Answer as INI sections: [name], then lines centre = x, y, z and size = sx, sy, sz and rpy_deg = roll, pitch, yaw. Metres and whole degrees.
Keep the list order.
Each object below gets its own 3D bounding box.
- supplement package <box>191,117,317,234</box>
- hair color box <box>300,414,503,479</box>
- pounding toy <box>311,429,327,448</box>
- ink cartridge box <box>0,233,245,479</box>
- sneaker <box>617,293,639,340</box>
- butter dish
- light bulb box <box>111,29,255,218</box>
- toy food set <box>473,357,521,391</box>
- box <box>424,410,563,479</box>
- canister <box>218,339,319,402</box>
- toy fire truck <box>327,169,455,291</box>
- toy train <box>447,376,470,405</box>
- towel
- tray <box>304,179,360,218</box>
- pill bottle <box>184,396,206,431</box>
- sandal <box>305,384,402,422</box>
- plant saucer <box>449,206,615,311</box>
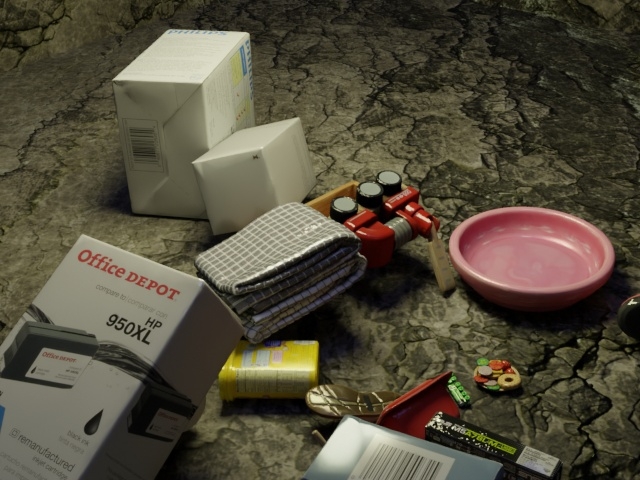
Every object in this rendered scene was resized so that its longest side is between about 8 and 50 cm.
[supplement package]
centre = -0.143, -0.151, 2.019
size = 0.175, 0.177, 0.293
rpy_deg = -10, 17, 18
[hair color box]
centre = 0.094, 0.393, 1.004
size = 0.185, 0.374, 0.113
rpy_deg = 13, 35, 25
[pounding toy]
centre = 0.057, 0.360, 1.295
size = 0.141, 0.130, 0.100
rpy_deg = 0, 31, 5
[ink cartridge box]
centre = -0.349, 0.218, 1.373
size = 0.285, 0.166, 0.395
rpy_deg = 18, 66, 31
[sneaker]
centre = 0.684, 0.128, 1.671
size = 0.314, 0.116, 0.136
rpy_deg = -4, 21, -15
[butter dish]
centre = 0.161, 0.307, 1.386
size = 0.160, 0.160, 0.118
rpy_deg = -24, 61, -31
[light bulb box]
centre = -0.317, -0.294, 2.174
size = 0.225, 0.358, 0.361
rpy_deg = 5, 31, 11
[toy food set]
centre = 0.314, 0.240, 1.574
size = 0.082, 0.020, 0.083
rpy_deg = -1, 32, 3
[box]
centre = 0.237, 0.351, 1.245
size = 0.190, 0.184, 0.045
rpy_deg = 17, 39, 30
[canister]
centre = -0.089, 0.229, 1.575
size = 0.170, 0.073, 0.126
rpy_deg = 0, 31, 2
[toy fire truck]
centre = 0.158, 0.003, 1.805
size = 0.246, 0.158, 0.217
rpy_deg = 34, 47, 30
[toy train]
centre = 0.237, 0.262, 1.550
size = 0.023, 0.017, 0.083
rpy_deg = -20, 34, -9
[towel]
centre = -0.086, 0.044, 1.675
size = 0.283, 0.121, 0.235
rpy_deg = -29, 32, -20
[tray]
centre = 0.000, 0.000, 1.942
size = 0.411, 0.076, 0.203
rpy_deg = -27, 39, -35
[pill bottle]
centre = -0.302, 0.250, 1.514
size = 0.215, 0.117, 0.117
rpy_deg = 18, 37, 30
[sandal]
centre = 0.062, 0.288, 1.499
size = 0.180, 0.049, 0.072
rpy_deg = 6, 35, -14
[plant saucer]
centre = 0.432, 0.043, 1.827
size = 0.332, 0.084, 0.332
rpy_deg = -2, 32, 1
